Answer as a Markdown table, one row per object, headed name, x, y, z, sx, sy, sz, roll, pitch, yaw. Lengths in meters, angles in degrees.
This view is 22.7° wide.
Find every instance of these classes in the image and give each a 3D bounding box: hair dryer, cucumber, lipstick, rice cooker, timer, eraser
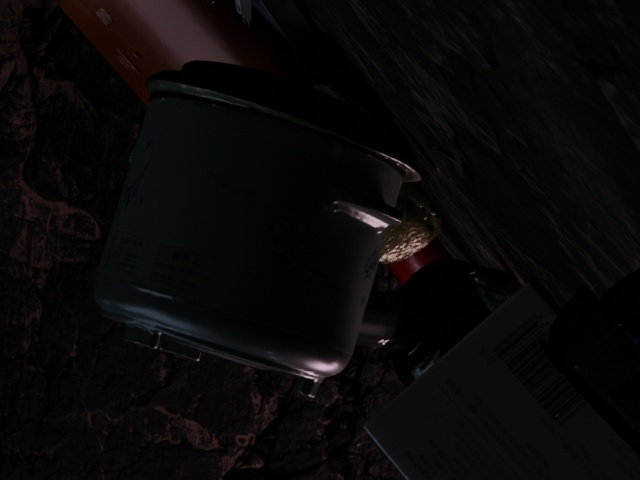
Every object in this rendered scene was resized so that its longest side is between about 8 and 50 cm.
| name | x | y | z | sx | sy | sz | roll | pitch | yaw |
| --- | --- | --- | --- | --- | --- | --- | --- | --- | --- |
| hair dryer | 0.021 | -0.003 | 1.709 | 0.320 | 0.284 | 0.156 | 19 | 155 | -21 |
| cucumber | 0.175 | 0.058 | 1.485 | 0.037 | 0.037 | 0.155 | 48 | 180 | 39 |
| lipstick | 0.153 | 0.072 | 1.912 | 0.073 | 0.073 | 0.279 | 47 | 177 | 47 |
| rice cooker | -0.058 | -0.027 | 1.436 | 0.264 | 0.316 | 0.316 | 22 | -160 | -47 |
| timer | -0.140 | -0.246 | 1.689 | 0.257 | 0.161 | 0.250 | 49 | 164 | -13 |
| eraser | -0.043 | -0.203 | 1.340 | 0.065 | 0.026 | 0.105 | 44 | 176 | 39 |

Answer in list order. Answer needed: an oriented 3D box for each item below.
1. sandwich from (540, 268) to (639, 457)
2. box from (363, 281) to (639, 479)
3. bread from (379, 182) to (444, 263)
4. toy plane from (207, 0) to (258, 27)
| name | x | y | z | sx | sy | sz | roll | pitch | yaw |
| --- | --- | --- | --- | --- | --- | --- | --- | --- | --- |
| sandwich | 0.216 | 0.103 | 0.785 | 0.159 | 0.079 | 0.235 | 38 | -173 | -25 |
| box | 0.193 | 0.195 | 1.371 | 0.260 | 0.194 | 0.111 | 50 | 180 | 9 |
| bread | 0.043 | -0.036 | 1.642 | 0.103 | 0.110 | 0.156 | 42 | -176 | -42 |
| toy plane | -0.086 | -0.235 | 1.067 | 0.188 | 0.062 | 0.135 | 52 | 151 | 7 |
